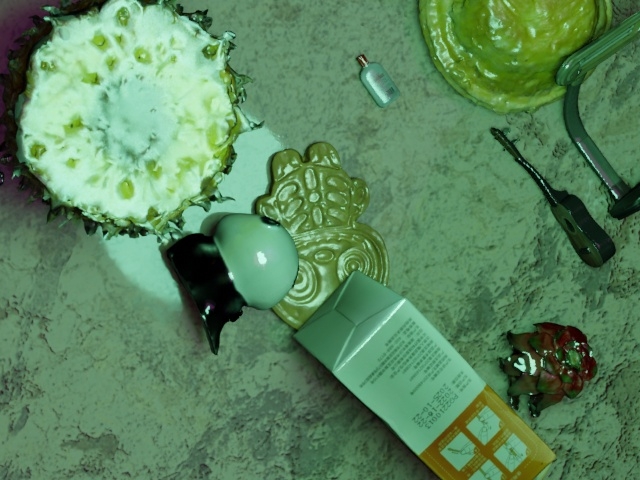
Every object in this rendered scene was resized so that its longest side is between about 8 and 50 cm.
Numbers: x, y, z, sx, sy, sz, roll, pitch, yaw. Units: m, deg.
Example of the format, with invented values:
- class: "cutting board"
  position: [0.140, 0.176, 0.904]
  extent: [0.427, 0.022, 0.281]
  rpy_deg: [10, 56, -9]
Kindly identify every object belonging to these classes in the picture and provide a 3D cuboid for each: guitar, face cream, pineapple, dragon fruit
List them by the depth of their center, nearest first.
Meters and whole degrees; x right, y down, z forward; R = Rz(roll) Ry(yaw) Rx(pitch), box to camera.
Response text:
- class: "pineapple"
  position: [-0.261, -0.160, 1.638]
  extent: [0.352, 0.300, 0.353]
  rpy_deg: [0, 91, -12]
- class: "face cream"
  position: [0.082, -0.240, 1.857]
  extent: [0.040, 0.021, 0.083]
  rpy_deg: [-37, 100, -9]
- class: "dragon fruit"
  position: [0.346, 0.189, 1.887]
  extent: [0.142, 0.121, 0.130]
  rpy_deg: [-8, 60, 12]
- class: "guitar"
  position: [0.354, -0.074, 1.906]
  extent: [0.038, 0.084, 0.271]
  rpy_deg: [-39, 93, -12]

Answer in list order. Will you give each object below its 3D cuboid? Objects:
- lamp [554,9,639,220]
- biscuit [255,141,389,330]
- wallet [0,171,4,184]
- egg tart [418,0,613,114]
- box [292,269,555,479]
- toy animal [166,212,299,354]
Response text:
- class: "lamp"
  position: [0.469, -0.194, 1.898]
  extent: [0.203, 0.124, 0.283]
  rpy_deg: [-36, 104, -15]
- class: "biscuit"
  position: [0.000, 0.000, 1.839]
  extent: [0.202, 0.044, 0.289]
  rpy_deg: [-6, 95, -12]
- class: "wallet"
  position: [-0.566, -0.085, 1.707]
  extent: [0.222, 0.036, 0.167]
  rpy_deg: [-38, 100, -9]
- class: "egg tart"
  position: [0.305, -0.340, 1.851]
  extent: [0.318, 0.128, 0.319]
  rpy_deg: [-1, 94, -14]
- class: "box"
  position: [0.146, 0.219, 1.768]
  extent: [0.143, 0.225, 0.341]
  rpy_deg: [-47, 108, -4]
- class: "toy animal"
  position: [-0.113, 0.048, 1.754]
  extent: [0.179, 0.138, 0.166]
  rpy_deg: [-28, 106, 3]
